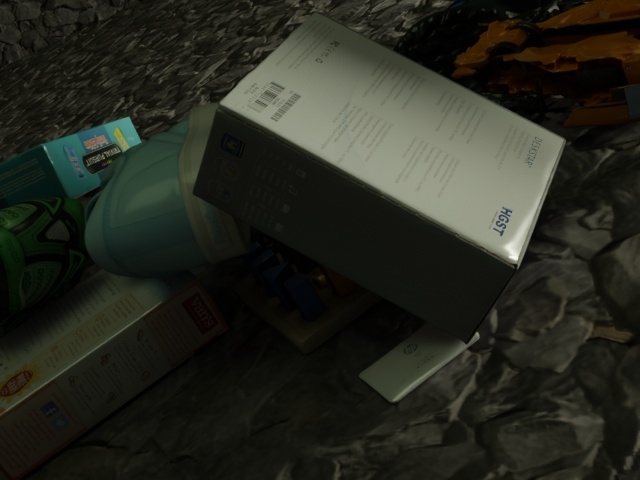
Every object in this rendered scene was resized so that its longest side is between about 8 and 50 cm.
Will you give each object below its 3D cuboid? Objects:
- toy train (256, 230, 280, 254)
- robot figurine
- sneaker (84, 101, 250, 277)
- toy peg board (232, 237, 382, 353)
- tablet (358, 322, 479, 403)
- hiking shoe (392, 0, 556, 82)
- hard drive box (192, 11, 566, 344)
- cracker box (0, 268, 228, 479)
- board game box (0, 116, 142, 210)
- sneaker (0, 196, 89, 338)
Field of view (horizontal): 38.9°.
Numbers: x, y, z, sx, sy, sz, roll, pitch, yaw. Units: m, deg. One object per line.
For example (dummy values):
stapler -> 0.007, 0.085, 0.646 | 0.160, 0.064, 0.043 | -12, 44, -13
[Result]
toy train -> -0.050, -0.021, 0.962 | 0.036, 0.027, 0.158 | -16, 26, 0
robot figurine -> 0.254, -0.170, 0.862 | 0.291, 0.085, 0.211 | 2, 39, 46
sneaker -> -0.150, -0.052, 0.867 | 0.150, 0.135, 0.366 | -14, 9, -1
toy peg board -> 0.000, 0.000, 0.812 | 0.160, 0.079, 0.161 | -35, 26, -14
tablet -> 0.072, 0.085, 0.670 | 0.083, 0.006, 0.054 | -35, 26, -13
hiking shoe -> 0.176, -0.228, 1.060 | 0.304, 0.113, 0.132 | -42, -2, -13
hard drive box -> 0.050, -0.057, 0.692 | 0.232, 0.089, 0.181 | 29, 42, 6
cracker box -> -0.219, 0.103, 0.855 | 0.232, 0.067, 0.155 | -36, 27, -13
board game box -> -0.402, -0.067, 1.232 | 0.253, 0.079, 0.336 | -23, 10, 11
sneaker -> -0.320, 0.037, 0.975 | 0.146, 0.134, 0.343 | -22, 2, -25
